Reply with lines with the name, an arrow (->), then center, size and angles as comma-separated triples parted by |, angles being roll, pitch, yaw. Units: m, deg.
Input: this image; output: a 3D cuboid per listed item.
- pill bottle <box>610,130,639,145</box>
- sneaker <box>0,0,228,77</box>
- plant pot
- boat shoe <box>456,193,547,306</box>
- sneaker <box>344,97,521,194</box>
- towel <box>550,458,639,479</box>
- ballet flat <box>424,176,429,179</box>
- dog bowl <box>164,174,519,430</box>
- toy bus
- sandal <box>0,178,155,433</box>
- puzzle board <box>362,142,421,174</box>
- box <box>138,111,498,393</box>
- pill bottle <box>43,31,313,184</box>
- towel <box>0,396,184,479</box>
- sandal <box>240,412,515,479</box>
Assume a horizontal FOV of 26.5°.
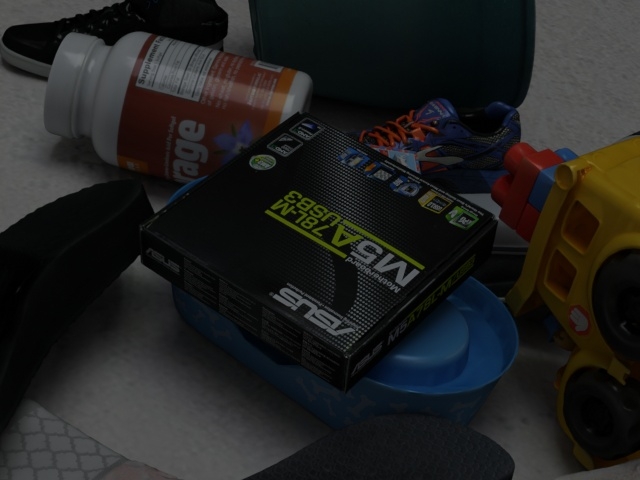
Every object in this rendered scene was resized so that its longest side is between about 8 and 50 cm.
pill bottle -> 0.318, -0.053, 1.254 | 0.193, 0.108, 0.108 | -22, 47, -41
sneaker -> -0.196, -0.217, 1.310 | 0.216, 0.121, 0.079 | 6, 33, -10
plant pot -> 0.055, -0.249, 1.340 | 0.255, 0.272, 0.272 | -8, 36, -4
boat shoe -> 0.225, 0.023, 1.115 | 0.301, 0.102, 0.108 | 2, 16, -6
sneaker -> 0.091, -0.093, 1.255 | 0.221, 0.087, 0.083 | -6, 37, -26
towel -> 0.290, 0.216, 0.904 | 0.282, 0.049, 0.187 | -6, 37, -26
ballet flat -> 0.035, -0.045, 1.148 | 0.173, 0.049, 0.057 | 20, 34, -36
dog bowl -> 0.006, 0.052, 1.027 | 0.297, 0.074, 0.166 | 32, 38, 27
toy bus -> 0.207, 0.029, 0.989 | 0.149, 0.220, 0.211 | -21, 47, -39
sandal -> -0.249, 0.047, 0.868 | 0.167, 0.107, 0.446 | -15, 21, 21
puzzle board -> 0.038, -0.035, 1.066 | 0.096, 0.011, 0.128 | 9, 43, -13
box -> 0.000, 0.000, 0.975 | 0.190, 0.045, 0.184 | 31, 47, 25
pill bottle -> -0.123, -0.111, 1.180 | 0.216, 0.121, 0.121 | 14, 34, 3
towel -> -0.158, 0.221, 0.689 | 0.317, 0.053, 0.332 | 21, 36, 30
sandal -> 0.005, 0.176, 0.874 | 0.254, 0.055, 0.097 | -15, 34, -21
